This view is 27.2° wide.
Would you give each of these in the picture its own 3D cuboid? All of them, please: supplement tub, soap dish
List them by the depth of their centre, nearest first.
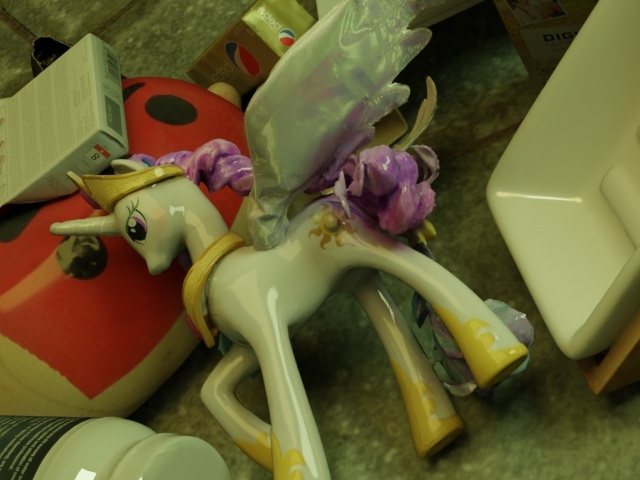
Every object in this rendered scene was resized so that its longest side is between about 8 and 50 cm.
[{"bbox_3d":[0.257,-0.062,0.988,0.291,0.118,0.229,-62,31,34],"label":"soap dish"},{"bbox_3d":[-0.219,0.231,1.023,0.272,0.191,0.191,-3,51,27],"label":"supplement tub"}]

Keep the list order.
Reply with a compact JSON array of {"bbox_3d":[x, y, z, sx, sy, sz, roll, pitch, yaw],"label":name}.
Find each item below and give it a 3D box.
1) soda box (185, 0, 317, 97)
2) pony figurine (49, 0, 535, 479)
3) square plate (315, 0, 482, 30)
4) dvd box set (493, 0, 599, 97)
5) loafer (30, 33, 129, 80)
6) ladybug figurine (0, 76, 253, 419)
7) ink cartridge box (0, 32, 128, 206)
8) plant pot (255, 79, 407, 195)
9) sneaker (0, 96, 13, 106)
[{"bbox_3d":[-0.072,-0.193,1.339,0.058,0.061,0.181,-51,11,-23],"label":"soda box"},{"bbox_3d":[0.000,0.000,1.056,0.351,0.303,0.363,-35,68,-4],"label":"pony figurine"},{"bbox_3d":[0.156,-0.300,1.319,0.347,0.049,0.344,-24,23,7],"label":"square plate"},{"bbox_3d":[0.262,-0.258,1.028,0.307,0.420,0.062,-3,59,27],"label":"dvd box set"},{"bbox_3d":[-0.266,-0.171,1.478,0.220,0.078,0.080,28,69,42],"label":"loafer"},{"bbox_3d":[-0.224,0.003,1.245,0.305,0.162,0.449,15,60,37],"label":"ladybug figurine"},{"bbox_3d":[-0.254,-0.086,1.208,0.179,0.045,0.145,-37,41,22],"label":"ink cartridge box"},{"bbox_3d":[0.000,-0.128,1.288,0.109,0.109,0.096,-40,33,-8],"label":"plant pot"},{"bbox_3d":[-0.321,-0.107,1.462,0.094,0.080,0.212,-25,42,-10],"label":"sneaker"}]
